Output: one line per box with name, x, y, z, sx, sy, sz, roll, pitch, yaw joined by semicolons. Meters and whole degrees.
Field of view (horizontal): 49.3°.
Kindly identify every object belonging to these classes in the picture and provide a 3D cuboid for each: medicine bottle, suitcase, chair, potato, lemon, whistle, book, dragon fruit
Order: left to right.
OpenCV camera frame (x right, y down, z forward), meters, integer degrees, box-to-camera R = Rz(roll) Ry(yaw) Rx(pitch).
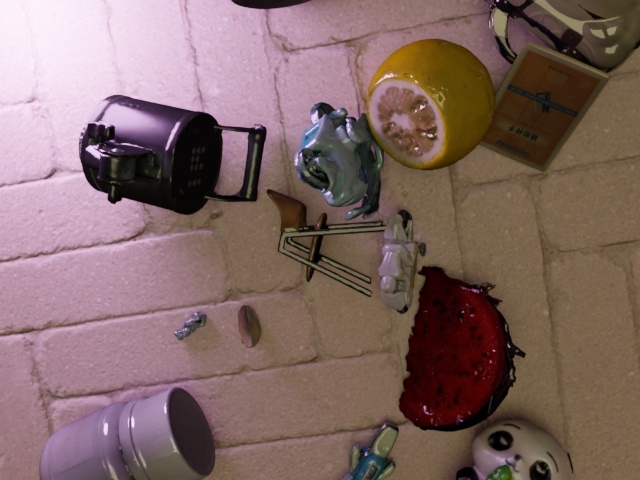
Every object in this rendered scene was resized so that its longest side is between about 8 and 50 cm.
medicine bottle;-0.405;0.463;1.489;0.306;0.245;0.245;-26;95;8
potato;-0.156;0.189;1.533;0.037;0.036;0.093;-20;76;44
chair;0.000;0.000;1.424;0.246;0.159;0.172;10;96;3
whistle;0.100;0.503;1.534;0.114;0.077;0.236;28;94;-8
lemon;0.220;-0.266;1.327;0.240;0.219;0.240;29;139;29
dragon fruit;0.298;0.245;1.429;0.100;0.282;0.344;5;101;-37
book;0.415;-0.252;1.345;0.170;0.018;0.242;23;137;2
suitcase;0.463;-0.470;1.291;0.351;0.194;0.339;36;102;0

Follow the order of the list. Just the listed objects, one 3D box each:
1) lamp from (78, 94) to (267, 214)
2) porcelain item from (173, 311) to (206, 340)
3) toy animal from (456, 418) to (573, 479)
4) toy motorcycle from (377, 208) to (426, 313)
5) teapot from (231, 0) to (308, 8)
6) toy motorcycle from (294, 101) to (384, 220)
lamp;-0.334;-0.177;1.401;0.272;0.374;0.205;22;109;34
porcelain item;-0.287;0.188;1.547;0.083;0.028;0.036;-37;110;8
toy animal;0.385;0.502;1.435;0.212;0.212;0.267;26;104;1
toy motorcycle;0.157;0.054;1.421;0.074;0.151;0.229;7;108;25
teapot;-0.075;-0.638;1.310;0.300;0.253;0.344;-10;93;-27
toy motorcycle;0.040;-0.150;1.345;0.154;0.260;0.206;-31;119;31
